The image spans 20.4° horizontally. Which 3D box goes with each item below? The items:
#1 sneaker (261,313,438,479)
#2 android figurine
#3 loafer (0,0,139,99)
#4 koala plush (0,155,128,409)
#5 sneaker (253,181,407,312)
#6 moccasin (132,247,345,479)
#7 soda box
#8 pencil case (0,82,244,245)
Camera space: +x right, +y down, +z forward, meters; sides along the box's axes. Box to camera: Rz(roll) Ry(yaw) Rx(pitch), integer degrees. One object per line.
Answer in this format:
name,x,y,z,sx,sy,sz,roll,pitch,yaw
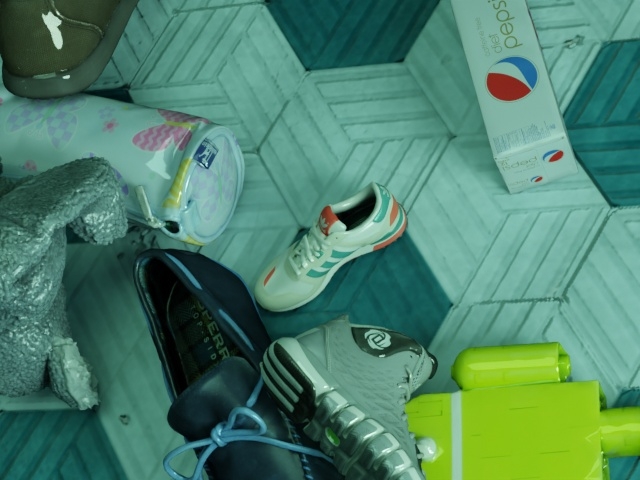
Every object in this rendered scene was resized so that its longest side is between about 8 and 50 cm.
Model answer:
sneaker,0.067,0.148,1.455,0.132,0.086,0.228,-29,73,-35
android figurine,0.152,0.204,1.476,0.273,0.056,0.248,-4,63,16
loafer,-0.234,-0.296,1.779,0.134,0.130,0.366,-2,43,10
koala plush,-0.290,0.054,1.624,0.196,0.221,0.203,9,35,21
sneaker,0.000,0.000,1.620,0.161,0.075,0.057,-33,58,0
moccasin,-0.088,0.149,1.539,0.138,0.117,0.342,-45,52,14
soda box,0.174,-0.157,1.641,0.069,0.074,0.216,-17,60,10
pencil case,-0.208,-0.074,1.709,0.273,0.113,0.124,15,62,26
